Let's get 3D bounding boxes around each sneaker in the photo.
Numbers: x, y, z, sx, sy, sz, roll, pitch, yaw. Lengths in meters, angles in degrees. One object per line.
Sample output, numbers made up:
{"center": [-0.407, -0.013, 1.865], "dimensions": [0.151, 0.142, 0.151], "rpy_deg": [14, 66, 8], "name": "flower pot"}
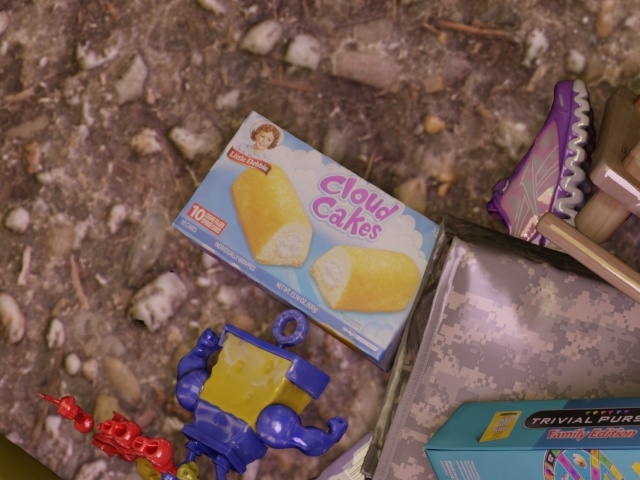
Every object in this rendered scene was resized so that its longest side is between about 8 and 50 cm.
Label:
{"center": [0.224, -0.055, 1.591], "dimensions": [0.104, 0.095, 0.236], "rpy_deg": [6, 77, 19], "name": "sneaker"}

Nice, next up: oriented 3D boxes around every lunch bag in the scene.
{"center": [0.185, 0.151, 1.473], "dimensions": [0.235, 0.169, 0.287], "rpy_deg": [17, 99, -3], "name": "lunch bag"}

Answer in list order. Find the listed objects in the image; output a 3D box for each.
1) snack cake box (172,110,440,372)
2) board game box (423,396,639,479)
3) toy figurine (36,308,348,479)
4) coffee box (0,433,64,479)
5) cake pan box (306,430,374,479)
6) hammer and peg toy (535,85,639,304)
{"center": [0.000, 0.000, 1.613], "dimensions": [0.264, 0.089, 0.152], "rpy_deg": [32, 84, 16], "name": "snack cake box"}
{"center": [0.280, 0.255, 1.291], "dimensions": [0.336, 0.079, 0.254], "rpy_deg": [-7, 114, 41], "name": "board game box"}
{"center": [-0.067, 0.156, 1.494], "dimensions": [0.362, 0.191, 0.217], "rpy_deg": [20, 70, 41], "name": "toy figurine"}
{"center": [-0.455, 0.292, 1.462], "dimensions": [0.338, 0.337, 0.334], "rpy_deg": [36, 84, 8], "name": "coffee box"}
{"center": [0.037, 0.357, 1.525], "dimensions": [0.246, 0.070, 0.267], "rpy_deg": [-40, 73, -4], "name": "cake pan box"}
{"center": [0.349, -0.017, 1.400], "dimensions": [0.266, 0.361, 0.127], "rpy_deg": [37, 116, -1], "name": "hammer and peg toy"}
